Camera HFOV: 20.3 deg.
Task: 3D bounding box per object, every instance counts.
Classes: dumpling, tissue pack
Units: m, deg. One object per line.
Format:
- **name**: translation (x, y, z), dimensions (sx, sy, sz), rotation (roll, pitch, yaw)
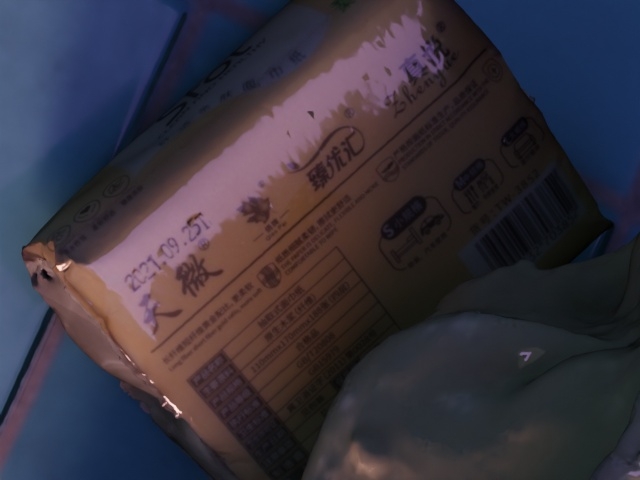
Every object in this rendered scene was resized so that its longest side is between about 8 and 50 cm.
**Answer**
- **dumpling**: translation (0.120, 0.100, 0.703), dimensions (0.233, 0.395, 0.315), rotation (26, 116, 9)
- **tissue pack**: translation (0.000, 0.000, 0.804), dimensions (0.222, 0.090, 0.186), rotation (-44, 112, -8)
